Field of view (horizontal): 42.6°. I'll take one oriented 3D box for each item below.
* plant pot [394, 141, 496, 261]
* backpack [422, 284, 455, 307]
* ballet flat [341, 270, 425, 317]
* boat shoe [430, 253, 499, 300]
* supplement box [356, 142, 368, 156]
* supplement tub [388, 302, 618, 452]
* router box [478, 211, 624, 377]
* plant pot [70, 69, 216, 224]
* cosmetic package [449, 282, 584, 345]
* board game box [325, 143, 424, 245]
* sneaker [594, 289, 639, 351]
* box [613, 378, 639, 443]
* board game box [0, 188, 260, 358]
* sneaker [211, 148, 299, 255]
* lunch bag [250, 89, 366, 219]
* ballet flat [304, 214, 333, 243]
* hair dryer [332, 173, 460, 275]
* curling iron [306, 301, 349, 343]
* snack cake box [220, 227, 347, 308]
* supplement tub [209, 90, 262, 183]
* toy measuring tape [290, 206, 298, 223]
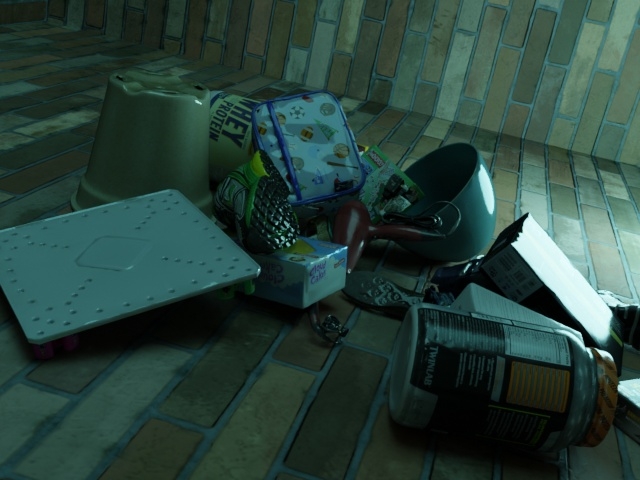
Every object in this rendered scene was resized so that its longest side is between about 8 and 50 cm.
[{"bbox_3d":[0.301,-0.061,1.941,0.195,0.290,0.290,48,8,-24],"label":"plant pot"},{"bbox_3d":[0.228,0.159,1.508,0.084,0.105,0.114,9,32,-16],"label":"backpack"},{"bbox_3d":[0.157,0.122,1.644,0.249,0.058,0.084,13,56,19],"label":"ballet flat"},{"bbox_3d":[0.340,0.075,1.764,0.158,0.127,0.340,-5,2,22],"label":"boat shoe"},{"bbox_3d":[0.000,-0.219,2.318,0.191,0.129,0.194,21,23,24],"label":"supplement box"},{"bbox_3d":[0.276,0.215,1.265,0.315,0.194,0.193,12,21,-2],"label":"supplement tub"},{"bbox_3d":[0.449,0.111,1.569,0.309,0.081,0.243,50,27,2],"label":"router box"},{"bbox_3d":[-0.376,-0.208,1.842,0.333,0.306,0.334,11,20,-4],"label":"plant pot"},{"bbox_3d":[0.326,0.176,1.404,0.231,0.117,0.085,25,33,-14],"label":"cosmetic package"},{"bbox_3d":[0.109,-0.107,2.000,0.046,0.213,0.317,47,6,-26],"label":"board game box"},{"bbox_3d":[0.662,0.160,1.745,0.281,0.106,0.162,18,19,17],"label":"sneaker"},{"bbox_3d":[0.613,0.315,1.382,0.183,0.056,0.231,-1,25,-29],"label":"box"},{"bbox_3d":[-0.361,0.041,1.449,0.389,0.050,0.390,-16,32,-27],"label":"board game box"},{"bbox_3d":[-0.134,-0.053,1.597,0.146,0.134,0.343,-33,22,8],"label":"sneaker"},{"bbox_3d":[-0.038,-0.196,1.929,0.243,0.115,0.303,-12,68,-14],"label":"lunch bag"},{"bbox_3d":[0.000,0.000,1.869,0.067,0.073,0.206,-15,19,0],"label":"ballet flat"},{"bbox_3d":[0.128,-0.027,1.743,0.293,0.080,0.223,-40,45,-14],"label":"hair dryer"},{"bbox_3d":[-0.007,0.127,1.567,0.068,0.035,0.274,28,10,-21],"label":"curling iron"},{"bbox_3d":[-0.099,0.044,1.593,0.264,0.089,0.152,13,18,30],"label":"snack cake box"},{"bbox_3d":[-0.164,-0.241,2.138,0.324,0.236,0.235,17,21,14],"label":"supplement tub"},{"bbox_3d":[-0.064,-0.014,1.767,0.330,0.121,0.121,31,28,35],"label":"toy measuring tape"}]
